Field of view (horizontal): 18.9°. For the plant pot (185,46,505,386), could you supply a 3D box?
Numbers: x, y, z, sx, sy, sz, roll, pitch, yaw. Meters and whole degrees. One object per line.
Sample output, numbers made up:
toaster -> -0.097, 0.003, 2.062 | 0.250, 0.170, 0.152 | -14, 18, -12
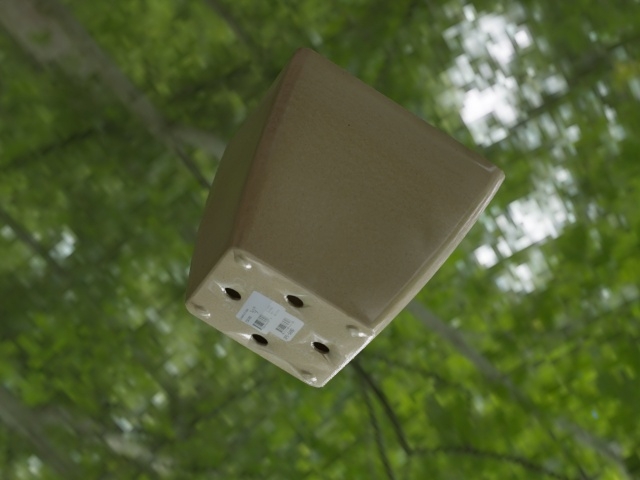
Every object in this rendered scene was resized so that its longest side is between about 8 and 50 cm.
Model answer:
plant pot -> 0.000, 0.000, 0.858 | 0.109, 0.109, 0.096 | 31, -122, -7
